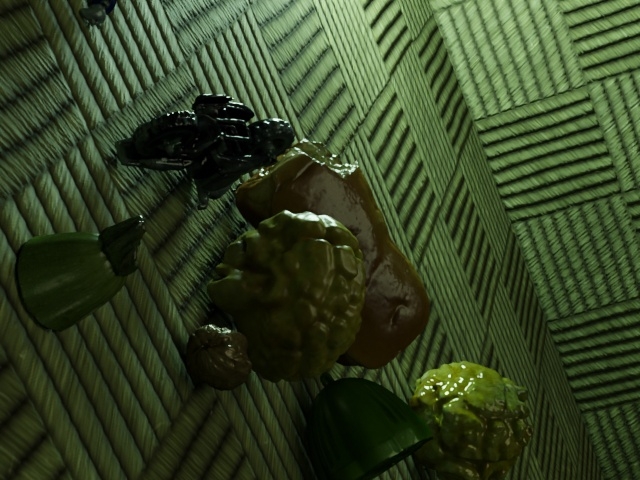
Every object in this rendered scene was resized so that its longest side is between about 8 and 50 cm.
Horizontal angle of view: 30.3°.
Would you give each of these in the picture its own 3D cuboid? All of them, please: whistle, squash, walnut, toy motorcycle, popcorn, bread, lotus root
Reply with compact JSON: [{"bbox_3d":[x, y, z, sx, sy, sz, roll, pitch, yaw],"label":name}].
[{"bbox_3d":[-0.275,-0.296,1.476,0.033,0.029,0.083,45,39,-24],"label":"whistle"},{"bbox_3d":[-0.226,0.027,1.205,0.105,0.132,0.105,52,28,-42],"label":"squash"},{"bbox_3d":[-0.125,0.145,1.457,0.079,0.082,0.096,51,-1,32],"label":"walnut"},{"bbox_3d":[-0.155,-0.114,1.517,0.270,0.159,0.106,-2,66,-53],"label":"toy motorcycle"},{"bbox_3d":[0.265,0.341,2.150,0.249,0.249,0.225,-64,163,-61],"label":"popcorn"},{"bbox_3d":[0.026,0.018,1.743,0.195,0.149,0.344,-43,111,-37],"label":"bread"},{"bbox_3d":[0.046,0.265,1.725,0.186,0.186,0.186,51,30,-46],"label":"lotus root"},{"bbox_3d":[-0.048,0.072,1.568,0.203,0.226,0.200,19,36,-23],"label":"popcorn"}]
